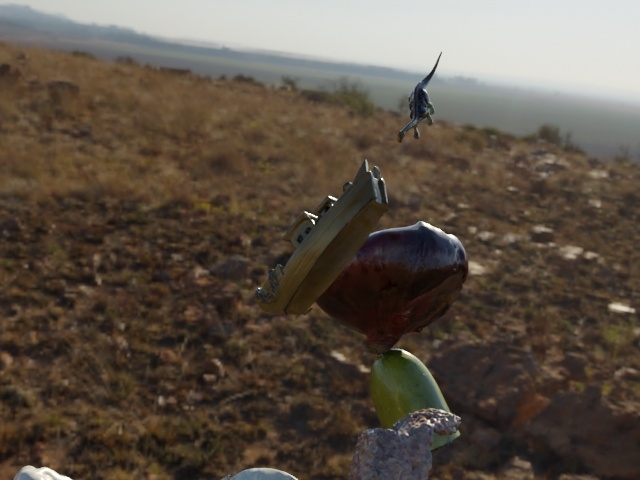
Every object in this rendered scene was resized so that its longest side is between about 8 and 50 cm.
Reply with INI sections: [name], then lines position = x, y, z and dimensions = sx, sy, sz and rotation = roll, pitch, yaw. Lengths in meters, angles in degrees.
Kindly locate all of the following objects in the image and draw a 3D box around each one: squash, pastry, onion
[squash]
position = 0.141, 0.265, 1.406
dimensions = 0.123, 0.187, 0.123
rotation = -26, -3, -1
[pastry]
position = 0.086, 0.333, 1.116
dimensions = 0.112, 0.265, 0.103
rotation = 29, -19, -18
[onion]
position = 0.111, 0.086, 1.378
dimensions = 0.272, 0.195, 0.272
rotation = -4, -19, -1

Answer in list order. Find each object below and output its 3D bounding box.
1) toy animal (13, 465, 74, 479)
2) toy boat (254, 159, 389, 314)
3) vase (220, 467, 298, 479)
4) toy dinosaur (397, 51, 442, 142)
[toy animal]
position = -0.357, 0.401, 1.039
dimensions = 0.204, 0.208, 0.156
rotation = 38, -4, -29
[toy boat]
position = 0.000, 0.000, 0.953
dimensions = 0.064, 0.206, 0.072
rotation = 22, 20, -51
[vase]
position = -0.120, 0.309, 0.654
dimensions = 0.249, 0.250, 0.445
rotation = 12, 1, 20
[toy dinosaur]
position = 0.144, -0.193, 1.218
dimensions = 0.037, 0.058, 0.180
rotation = 4, 52, 16
